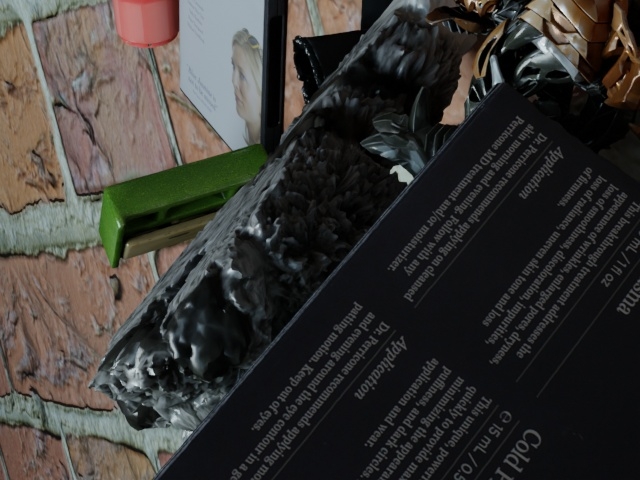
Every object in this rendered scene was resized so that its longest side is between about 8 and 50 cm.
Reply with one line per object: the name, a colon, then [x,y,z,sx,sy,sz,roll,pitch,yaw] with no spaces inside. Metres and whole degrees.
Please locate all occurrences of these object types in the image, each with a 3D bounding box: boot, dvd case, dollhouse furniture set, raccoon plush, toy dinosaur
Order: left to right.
dollhouse furniture set: [-0.104,0.073,1.805,0.301,0.151,0.197,112,136,-65]
dvd case: [-0.082,-0.197,1.777,0.180,0.022,0.253,50,148,43]
boot: [0.025,-0.152,1.469,0.045,0.099,0.121,-18,89,65]
raccoon plush: [0.068,0.060,1.299,0.299,0.446,0.216,41,166,-8]
toy dinosaur: [0.142,-0.118,1.190,0.322,0.164,0.218,-100,29,-45]

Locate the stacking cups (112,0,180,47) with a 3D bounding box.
stacking cups: [-0.163,-0.326,1.803,0.096,0.096,0.316,45,149,47]

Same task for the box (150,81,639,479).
box: [0.110,0.149,1.047,0.312,0.343,0.179,36,148,9]
